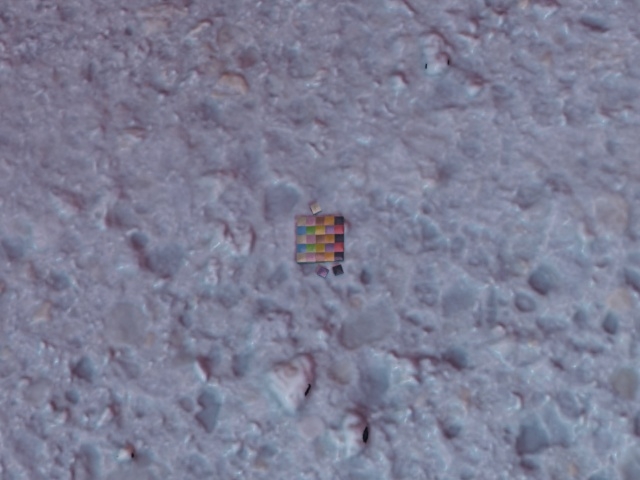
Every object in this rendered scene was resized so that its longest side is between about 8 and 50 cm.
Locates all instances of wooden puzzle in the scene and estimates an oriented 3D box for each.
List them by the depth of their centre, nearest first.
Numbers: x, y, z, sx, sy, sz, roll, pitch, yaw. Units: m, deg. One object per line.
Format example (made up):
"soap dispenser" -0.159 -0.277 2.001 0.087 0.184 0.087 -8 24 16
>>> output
"wooden puzzle" 0.000 0.000 1.847 0.049 0.006 0.083 -1 70 6
